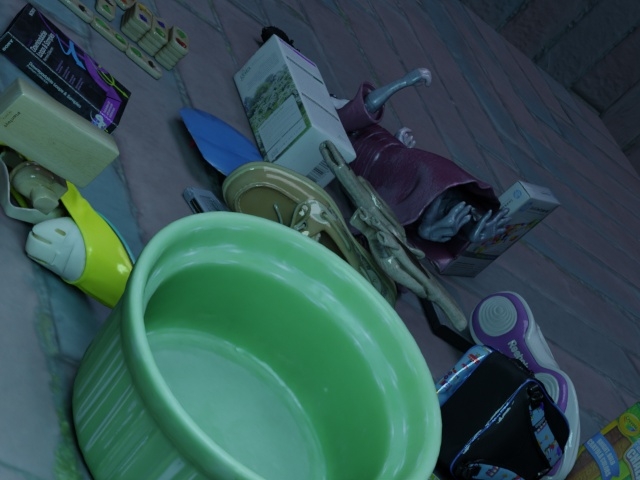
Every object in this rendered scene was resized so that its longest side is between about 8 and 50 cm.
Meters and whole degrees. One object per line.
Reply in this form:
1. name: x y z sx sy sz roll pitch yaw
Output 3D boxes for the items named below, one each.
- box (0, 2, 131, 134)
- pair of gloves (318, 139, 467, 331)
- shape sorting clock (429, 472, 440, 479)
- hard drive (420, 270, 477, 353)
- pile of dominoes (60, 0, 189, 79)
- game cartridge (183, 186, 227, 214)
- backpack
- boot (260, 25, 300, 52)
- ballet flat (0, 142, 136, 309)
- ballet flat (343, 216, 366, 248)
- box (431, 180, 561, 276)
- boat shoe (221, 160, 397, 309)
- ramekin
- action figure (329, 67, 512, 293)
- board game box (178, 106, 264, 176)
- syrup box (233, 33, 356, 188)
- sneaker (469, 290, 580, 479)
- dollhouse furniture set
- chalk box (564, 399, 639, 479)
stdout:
1. box: -0.292 -0.195 1.733 0.162 0.029 0.116 40 20 -16
2. pair of gloves: 0.082 -0.001 1.875 0.204 0.042 0.240 45 9 -42
3. shape sorting clock: 0.104 0.289 1.600 0.206 0.040 0.206 40 20 -18
4. hard drive: 0.179 0.101 2.164 0.094 0.022 0.135 33 23 -34
5. pile of dominoes: -0.280 -0.330 2.009 0.251 0.040 0.196 39 21 -23
6. game cartridge: -0.124 -0.026 1.778 0.056 0.017 0.083 7 44 -57
7. backpack: 0.208 0.227 1.786 0.117 0.158 0.173 40 -4 42
8. boot: -0.063 -0.301 2.409 0.099 0.045 0.121 58 14 23
9. ballet flat: -0.252 -0.018 1.424 0.077 0.077 0.231 -6 50 -41
10. ballet flat: 0.000 0.000 1.922 0.221 0.077 0.079 14 57 -58
11. box: 0.270 -0.016 2.338 0.038 0.186 0.145 54 19 19
12. boat shoe: -0.005 0.017 1.812 0.285 0.104 0.089 41 23 -25
13. ramekin: -0.061 0.137 1.286 0.303 0.148 0.303 26 38 -22
14. action figure: 0.086 -0.095 2.209 0.370 0.276 0.248 36 -18 28
15. board game box: -0.123 -0.101 1.908 0.133 0.033 0.168 22 25 -41
16. syrup box: -0.039 -0.178 2.140 0.096 0.093 0.237 33 23 -36
17. sneaker: 0.295 0.210 2.057 0.152 0.114 0.305 55 17 -44
18. dollhouse furniture set: -0.292 -0.098 1.351 0.144 0.151 0.123 33 23 -41
19. chalk box: 0.432 0.313 1.988 0.132 0.213 0.132 35 22 -31
